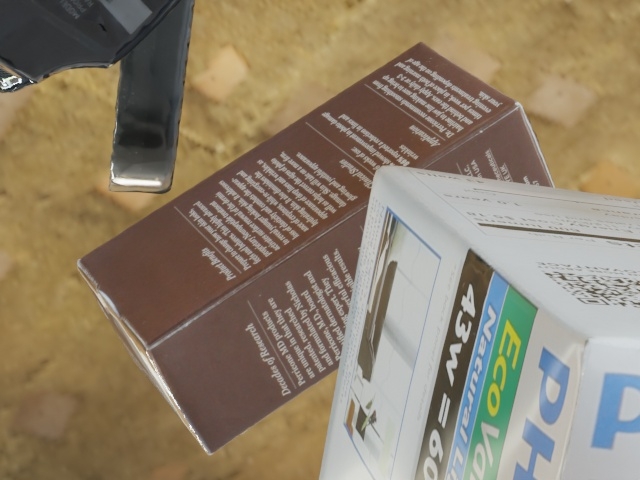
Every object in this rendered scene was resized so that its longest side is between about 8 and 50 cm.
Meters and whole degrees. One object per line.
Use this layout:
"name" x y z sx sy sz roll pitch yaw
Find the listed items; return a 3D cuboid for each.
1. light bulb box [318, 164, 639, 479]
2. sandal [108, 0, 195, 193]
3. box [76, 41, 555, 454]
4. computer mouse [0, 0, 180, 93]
"light bulb box" 0.209 0.121 0.879 0.358 0.361 0.225 7 -79 -11
"sandal" -0.119 -0.254 1.183 0.107 0.167 0.446 6 -94 -5
"box" 0.000 0.000 1.682 0.381 0.191 0.143 -31 -58 -10
"computer mouse" -0.114 -0.047 0.517 0.242 0.041 0.071 -42 -70 -4
